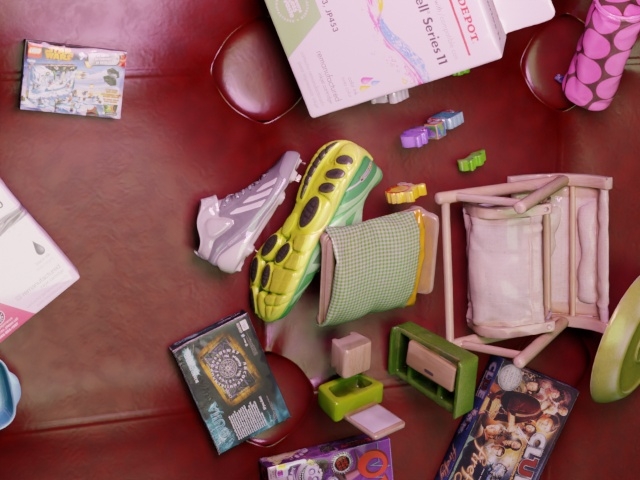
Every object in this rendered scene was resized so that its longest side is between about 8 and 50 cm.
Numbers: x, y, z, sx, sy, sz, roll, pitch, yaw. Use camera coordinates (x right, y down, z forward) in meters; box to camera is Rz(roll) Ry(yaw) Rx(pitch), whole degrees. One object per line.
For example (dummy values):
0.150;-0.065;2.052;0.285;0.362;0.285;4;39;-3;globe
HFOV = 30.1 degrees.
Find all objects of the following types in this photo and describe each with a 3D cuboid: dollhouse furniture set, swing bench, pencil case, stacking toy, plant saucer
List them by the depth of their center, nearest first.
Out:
0.114;0.120;1.725;0.198;0.151;0.301;-17;122;-35;dollhouse furniture set
0.164;-0.167;1.774;0.221;0.052;0.167;-28;115;-42;stacking toy
0.424;-0.295;1.791;0.095;0.209;0.098;17;56;4;pencil case
0.320;0.036;1.834;0.255;0.165;0.253;-14;106;-43;swing bench
0.515;0.163;1.938;0.241;0.037;0.241;-36;139;-39;plant saucer

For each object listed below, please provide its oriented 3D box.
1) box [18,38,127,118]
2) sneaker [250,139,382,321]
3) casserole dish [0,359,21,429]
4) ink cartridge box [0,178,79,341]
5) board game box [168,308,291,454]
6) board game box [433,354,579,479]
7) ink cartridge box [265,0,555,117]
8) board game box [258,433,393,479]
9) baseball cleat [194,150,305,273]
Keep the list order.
-0.335;-0.218;1.609;0.137;0.027;0.094;4;101;-22;box
0.000;0.000;1.734;0.123;0.109;0.295;23;103;-40;sneaker
-0.508;0.219;1.630;0.188;0.037;0.114;-13;105;-19;casserole dish
-0.451;0.010;1.579;0.158;0.092;0.218;-40;110;-9;ink cartridge box
-0.134;0.212;1.777;0.126;0.026;0.186;-26;109;-14;board game box
0.306;0.326;1.960;0.165;0.042;0.243;23;92;-24;board game box
0.122;-0.324;1.619;0.354;0.119;0.207;-16;110;19;ink cartridge box
0.023;0.489;1.886;0.208;0.056;0.346;-12;105;-23;board game box
-0.110;-0.057;1.707;0.109;0.072;0.206;30;76;-4;baseball cleat
